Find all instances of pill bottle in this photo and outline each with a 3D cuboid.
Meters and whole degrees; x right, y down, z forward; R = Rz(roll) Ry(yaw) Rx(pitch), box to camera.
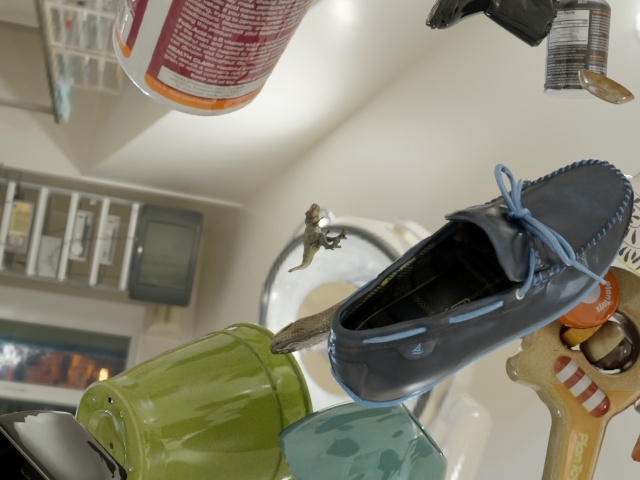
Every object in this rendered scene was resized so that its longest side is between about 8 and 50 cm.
[{"bbox_3d":[-0.102,-0.347,0.976,0.392,0.223,0.224,132,-33,-52],"label":"pill bottle"},{"bbox_3d":[0.550,-0.433,1.735,0.130,0.130,0.246,-160,-107,-79],"label":"pill bottle"}]

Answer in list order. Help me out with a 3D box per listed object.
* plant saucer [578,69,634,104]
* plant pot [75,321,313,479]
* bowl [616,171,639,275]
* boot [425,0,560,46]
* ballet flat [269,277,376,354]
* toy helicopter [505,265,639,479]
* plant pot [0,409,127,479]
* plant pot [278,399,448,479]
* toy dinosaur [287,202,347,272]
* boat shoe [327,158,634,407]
[{"bbox_3d":[0.387,-0.206,1.109,0.015,0.083,0.083,-61,-167,5],"label":"plant saucer"},{"bbox_3d":[-0.265,0.359,1.571,0.366,0.352,0.367,3,-86,45],"label":"plant pot"},{"bbox_3d":[0.367,-0.026,0.922,0.080,0.170,0.170,-57,-160,23],"label":"bowl"},{"bbox_3d":[0.322,-0.420,1.474,0.247,0.207,0.094,-58,-177,-36],"label":"boot"},{"bbox_3d":[0.025,0.124,1.371,0.084,0.249,0.058,91,-25,-70],"label":"ballet flat"},{"bbox_3d":[0.326,0.204,0.964,0.140,0.234,0.355,136,-28,-74],"label":"toy helicopter"},{"bbox_3d":[-0.364,0.331,1.054,0.187,0.188,0.167,-48,172,15],"label":"plant pot"},{"bbox_3d":[0.096,0.376,1.350,0.195,0.290,0.290,-39,-164,1],"label":"plant pot"},{"bbox_3d":[0.000,0.000,2.053,0.268,0.118,0.064,-76,157,-53],"label":"toy dinosaur"},{"bbox_3d":[0.120,0.020,0.555,0.109,0.258,0.089,38,-21,37],"label":"boat shoe"}]
